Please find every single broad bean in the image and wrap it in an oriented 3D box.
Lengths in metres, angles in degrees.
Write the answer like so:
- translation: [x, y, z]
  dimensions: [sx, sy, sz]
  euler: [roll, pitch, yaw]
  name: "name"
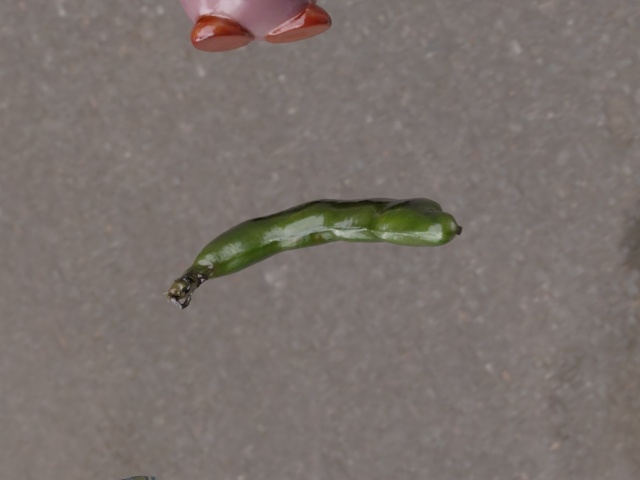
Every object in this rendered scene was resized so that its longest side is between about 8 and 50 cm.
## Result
- translation: [0.000, 0.000, 1.468]
  dimensions: [0.292, 0.144, 0.049]
  euler: [-13, 112, 17]
  name: "broad bean"

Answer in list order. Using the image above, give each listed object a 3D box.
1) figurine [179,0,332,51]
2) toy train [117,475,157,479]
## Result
- translation: [-0.081, -0.303, 1.734]
  dimensions: [0.173, 0.173, 0.173]
  euler: [30, 134, 37]
  name: "figurine"
- translation: [-0.109, 0.301, 1.175]
  dimensions: [0.048, 0.055, 0.252]
  euler: [-43, 60, 36]
  name: "toy train"
